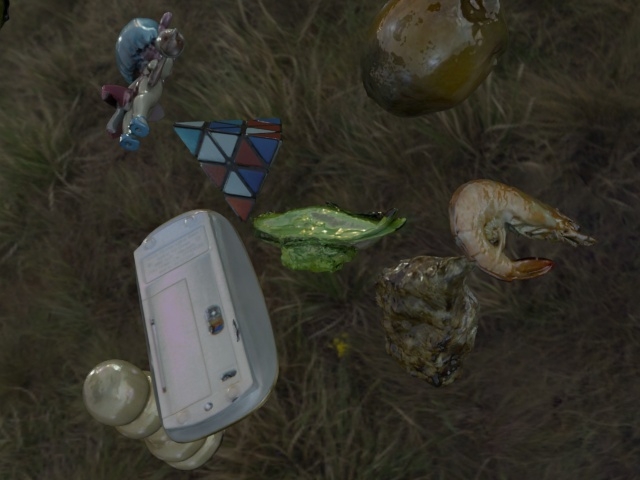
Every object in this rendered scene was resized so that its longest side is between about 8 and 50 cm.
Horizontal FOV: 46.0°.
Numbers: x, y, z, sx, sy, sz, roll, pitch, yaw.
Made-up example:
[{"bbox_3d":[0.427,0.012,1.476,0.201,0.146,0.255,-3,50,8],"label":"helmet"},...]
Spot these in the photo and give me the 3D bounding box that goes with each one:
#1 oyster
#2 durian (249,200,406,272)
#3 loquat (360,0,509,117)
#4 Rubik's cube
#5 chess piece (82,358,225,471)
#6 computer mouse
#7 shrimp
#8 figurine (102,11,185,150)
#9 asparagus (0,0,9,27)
[{"bbox_3d":[0.185,0.137,1.390,0.204,0.396,0.111,12,45,15],"label":"oyster"},{"bbox_3d":[-0.002,-0.007,1.231,0.375,0.106,0.132,-2,43,47],"label":"durian"},{"bbox_3d":[0.151,-0.261,1.025,0.227,0.179,0.179,-36,56,57],"label":"loquat"},{"bbox_3d":[-0.122,-0.219,1.700,0.250,0.284,0.234,-38,16,-28],"label":"Rubik's cube"},{"bbox_3d":[-0.281,0.279,1.249,0.143,0.261,0.143,-15,54,22],"label":"chess piece"},{"bbox_3d":[-0.093,0.061,0.585,0.102,0.045,0.199,-28,50,7],"label":"computer mouse"},{"bbox_3d":[0.268,-0.006,0.998,0.053,0.236,0.133,-40,42,53],"label":"shrimp"},{"bbox_3d":[-0.275,-0.263,1.169,0.205,0.103,0.260,121,157,-47],"label":"figurine"},{"bbox_3d":[-0.532,-0.306,0.880,0.382,0.128,0.108,26,126,16],"label":"asparagus"}]
